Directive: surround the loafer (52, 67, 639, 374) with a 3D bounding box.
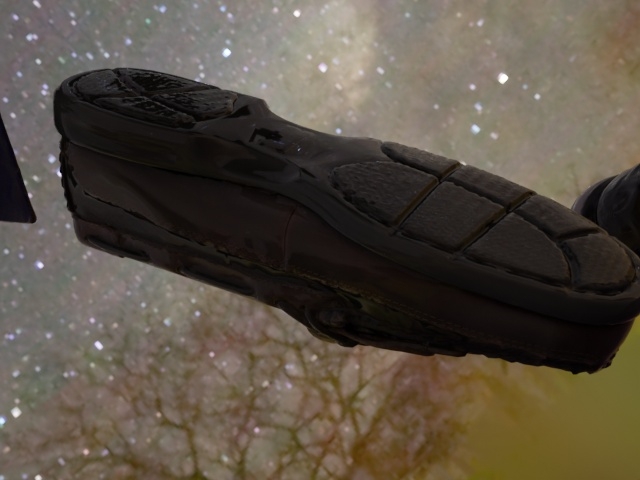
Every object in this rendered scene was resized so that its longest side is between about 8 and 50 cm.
[{"bbox_3d":[0.000,0.000,0.416,0.096,0.267,0.084,-31,-43,-53],"label":"loafer"}]

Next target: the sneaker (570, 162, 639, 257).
[{"bbox_3d":[0.296,-0.006,0.580,0.153,0.268,0.101,112,163,-70],"label":"sneaker"}]

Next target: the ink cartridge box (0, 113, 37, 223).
[{"bbox_3d":[-0.264,-0.105,0.490,0.045,0.224,0.223,-43,-49,-47],"label":"ink cartridge box"}]
